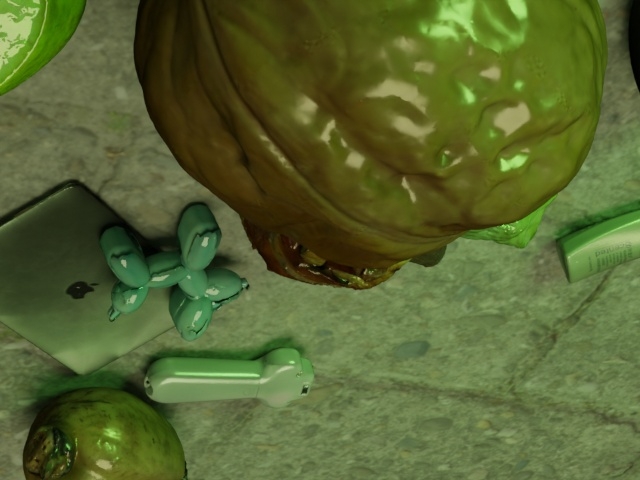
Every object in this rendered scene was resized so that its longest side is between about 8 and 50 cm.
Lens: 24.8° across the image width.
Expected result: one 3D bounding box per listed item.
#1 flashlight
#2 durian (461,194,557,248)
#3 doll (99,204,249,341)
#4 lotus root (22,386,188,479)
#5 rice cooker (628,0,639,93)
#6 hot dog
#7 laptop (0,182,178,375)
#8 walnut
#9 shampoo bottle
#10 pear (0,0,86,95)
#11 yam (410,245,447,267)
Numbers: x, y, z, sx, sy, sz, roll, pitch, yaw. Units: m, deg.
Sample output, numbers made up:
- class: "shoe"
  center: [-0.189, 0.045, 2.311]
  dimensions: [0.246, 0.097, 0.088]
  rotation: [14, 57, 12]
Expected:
- class: "flashlight"
  center: [-0.108, 0.160, 1.711]
  dimensions: [0.200, 0.047, 0.093]
  rotation: [0, 138, -15]
- class: "durian"
  center: [0.116, -0.073, 1.430]
  dimensions: [0.250, 0.139, 0.101]
  rotation: [24, 124, -17]
- class: "doll"
  center: [-0.148, 0.039, 1.525]
  dimensions: [0.159, 0.059, 0.158]
  rotation: [-12, 134, -20]
- class: "lotus root"
  center: [-0.255, 0.250, 1.696]
  dimensions: [0.154, 0.140, 0.257]
  rotation: [-43, 146, 11]
- class: "rice cooker"
  center: [0.365, -0.191, 1.377]
  dimensions: [0.118, 0.142, 0.203]
  rotation: [-18, 143, -17]
- class: "hot dog"
  center: [0.000, 0.000, 1.440]
  dimensions: [0.146, 0.213, 0.103]
  rotation: [35, 84, -27]
- class: "laptop"
  center: [-0.257, 0.047, 1.547]
  dimensions: [0.187, 0.015, 0.269]
  rotation: [-28, 140, 15]
- class: "walnut"
  center: [0.042, -0.152, 1.182]
  dimensions: [0.354, 0.308, 0.398]
  rotation: [-26, 143, 31]
- class: "shampoo bottle"
  center: [0.377, -0.010, 1.668]
  dimensions: [0.212, 0.049, 0.072]
  rotation: [-19, 137, 3]
- class: "pear"
  center: [-0.307, -0.218, 1.048]
  dimensions: [0.282, 0.176, 0.286]
  rotation: [6, 115, -15]
- class: "yam"
  center: [0.078, -0.009, 1.565]
  dimensions: [0.132, 0.054, 0.054]
  rotation: [20, 129, -38]
